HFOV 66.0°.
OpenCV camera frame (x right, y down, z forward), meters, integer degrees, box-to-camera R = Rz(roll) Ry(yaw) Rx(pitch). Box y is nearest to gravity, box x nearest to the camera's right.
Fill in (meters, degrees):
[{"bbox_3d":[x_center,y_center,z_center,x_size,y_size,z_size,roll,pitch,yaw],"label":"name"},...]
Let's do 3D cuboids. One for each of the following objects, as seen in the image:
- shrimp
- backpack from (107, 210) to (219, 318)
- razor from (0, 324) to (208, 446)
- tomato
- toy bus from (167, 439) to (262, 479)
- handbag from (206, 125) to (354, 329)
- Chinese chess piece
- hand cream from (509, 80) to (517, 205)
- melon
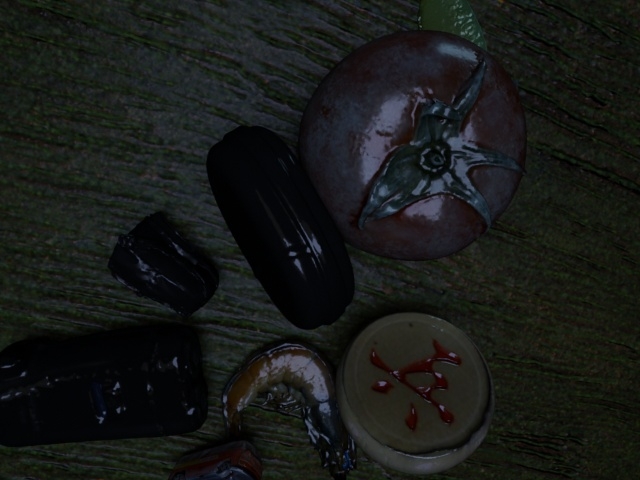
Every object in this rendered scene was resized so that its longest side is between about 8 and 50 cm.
[{"bbox_3d":[-0.055,0.324,0.872,0.222,0.054,0.290,-25,97,-1],"label":"shrimp"},{"bbox_3d":[-0.246,0.047,0.783,0.106,0.120,0.165,-39,101,24],"label":"backpack"},{"bbox_3d":[-0.355,0.239,0.806,0.326,0.107,0.189,-5,100,-3],"label":"razor"},{"bbox_3d":[0.125,-0.128,0.696,0.316,0.282,0.317,-2,103,-7],"label":"tomato"},{"bbox_3d":[-0.175,0.395,0.839,0.174,0.077,0.079,-25,113,22],"label":"toy bus"},{"bbox_3d":[-0.065,-0.013,0.711,0.093,0.254,0.308,-28,84,-20],"label":"handbag"},{"bbox_3d":[0.147,0.237,0.787,0.249,0.250,0.103,-7,144,-4],"label":"Chinese chess piece"},{"bbox_3d":[0.308,-0.162,0.829,0.067,0.043,0.210,-7,100,-27],"label":"hand cream"},{"bbox_3d":[0.204,-0.320,0.801,0.114,0.053,0.262,-16,97,16],"label":"melon"}]
